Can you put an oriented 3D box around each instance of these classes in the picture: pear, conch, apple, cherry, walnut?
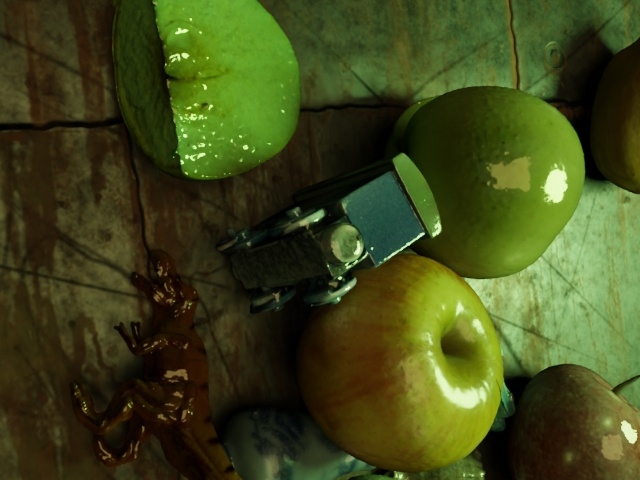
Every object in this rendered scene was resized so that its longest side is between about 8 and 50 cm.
[{"bbox_3d":[-0.142,-0.218,0.890,0.239,0.139,0.287,-10,90,-38],"label":"pear"},{"bbox_3d":[0.201,0.392,1.071,0.207,0.130,0.155,22,46,0],"label":"conch"},{"bbox_3d":[0.104,0.163,0.891,0.286,0.233,0.285,21,55,-34],"label":"apple"},{"bbox_3d":[0.222,-0.091,0.963,0.254,0.292,0.291,14,84,-11],"label":"apple"},{"bbox_3d":[0.415,0.311,1.075,0.213,0.236,0.285,39,109,18],"label":"cherry"},{"bbox_3d":[0.581,-0.228,1.166,0.203,0.203,0.297,-1,98,-24],"label":"walnut"}]

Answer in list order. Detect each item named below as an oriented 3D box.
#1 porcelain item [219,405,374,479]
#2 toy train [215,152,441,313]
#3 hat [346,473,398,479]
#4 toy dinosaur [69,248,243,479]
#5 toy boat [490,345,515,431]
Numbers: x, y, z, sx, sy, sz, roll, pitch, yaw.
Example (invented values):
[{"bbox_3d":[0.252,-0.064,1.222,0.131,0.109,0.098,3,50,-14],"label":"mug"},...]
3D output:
[{"bbox_3d":[-0.039,0.300,0.937,0.259,0.141,0.141,1,90,-33],"label":"porcelain item"},{"bbox_3d":[0.000,0.000,0.862,0.202,0.300,0.131,-32,100,-28],"label":"toy train"},{"bbox_3d":[0.082,0.417,0.970,0.257,0.257,0.130,36,45,-20],"label":"hat"},{"bbox_3d":[-0.201,0.227,0.847,0.208,0.097,0.432,-21,72,-2],"label":"toy dinosaur"},{"bbox_3d":[0.252,0.205,1.096,0.215,0.088,0.102,57,36,-13],"label":"toy boat"}]
